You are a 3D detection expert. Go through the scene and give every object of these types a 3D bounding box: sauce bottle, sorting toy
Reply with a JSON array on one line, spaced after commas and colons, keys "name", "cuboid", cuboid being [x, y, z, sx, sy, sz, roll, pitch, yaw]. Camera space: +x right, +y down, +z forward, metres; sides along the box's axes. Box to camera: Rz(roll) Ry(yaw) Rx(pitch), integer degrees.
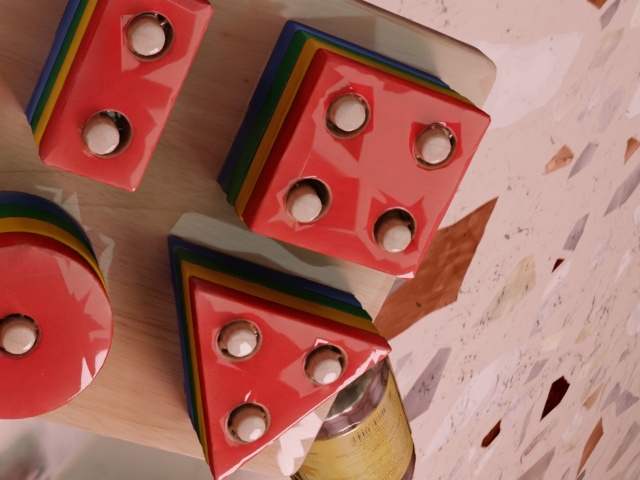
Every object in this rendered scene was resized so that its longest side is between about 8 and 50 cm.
[{"name": "sauce bottle", "cuboid": [0.020, 0.163, 1.161, 0.111, 0.111, 0.344, -48, 153, -17]}, {"name": "sorting toy", "cuboid": [-0.065, -0.005, 0.680, 0.257, 0.089, 0.255, 18, 107, -26]}]

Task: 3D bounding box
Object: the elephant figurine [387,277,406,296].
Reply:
[{"name": "elephant figurine", "cuboid": [0.000, 0.000, 0.889, 0.186, 0.169, 0.239, -6, 153, -1]}]
